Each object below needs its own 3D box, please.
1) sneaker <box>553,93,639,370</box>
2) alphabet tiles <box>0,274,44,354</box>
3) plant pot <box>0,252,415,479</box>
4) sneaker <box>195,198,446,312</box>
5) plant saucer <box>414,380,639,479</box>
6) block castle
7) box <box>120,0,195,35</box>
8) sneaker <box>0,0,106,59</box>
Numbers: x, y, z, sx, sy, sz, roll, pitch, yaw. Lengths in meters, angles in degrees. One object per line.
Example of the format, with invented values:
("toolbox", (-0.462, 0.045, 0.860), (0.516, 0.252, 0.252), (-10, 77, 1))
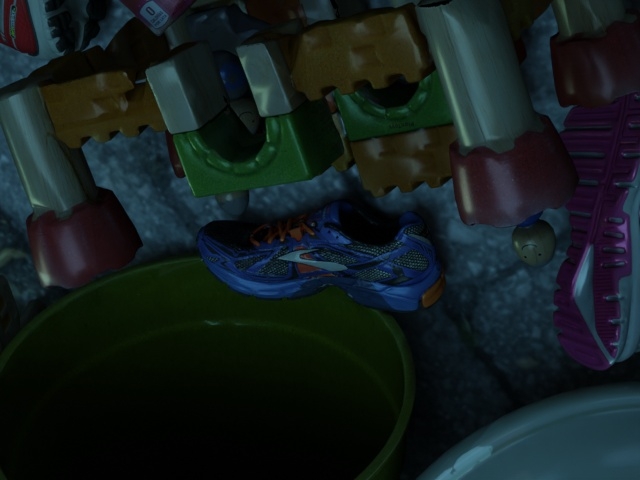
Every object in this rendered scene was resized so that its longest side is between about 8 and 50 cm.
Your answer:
("sneaker", (0.259, -0.024, 1.509), (0.103, 0.111, 0.252), (22, 111, 56))
("alphabet tiles", (-0.266, 0.180, 1.709), (0.021, 0.278, 0.284), (-13, 112, 9))
("plant pot", (-0.090, 0.261, 1.662), (0.367, 0.366, 0.353), (8, 129, 17))
("sneaker", (0.000, 0.000, 1.626), (0.221, 0.083, 0.087), (4, 124, 10))
("plant saucer", (0.233, 0.302, 1.562), (0.401, 0.100, 0.400), (-7, 125, -10))
("block castle", (0.009, -0.093, 1.433), (0.453, 0.303, 0.212), (-9, 111, 31))
("box", (-0.069, -0.291, 1.386), (0.122, 0.128, 0.257), (43, 114, -11))
("sneaker", (-0.268, -0.284, 1.577), (0.118, 0.107, 0.279), (7, 116, 29))
